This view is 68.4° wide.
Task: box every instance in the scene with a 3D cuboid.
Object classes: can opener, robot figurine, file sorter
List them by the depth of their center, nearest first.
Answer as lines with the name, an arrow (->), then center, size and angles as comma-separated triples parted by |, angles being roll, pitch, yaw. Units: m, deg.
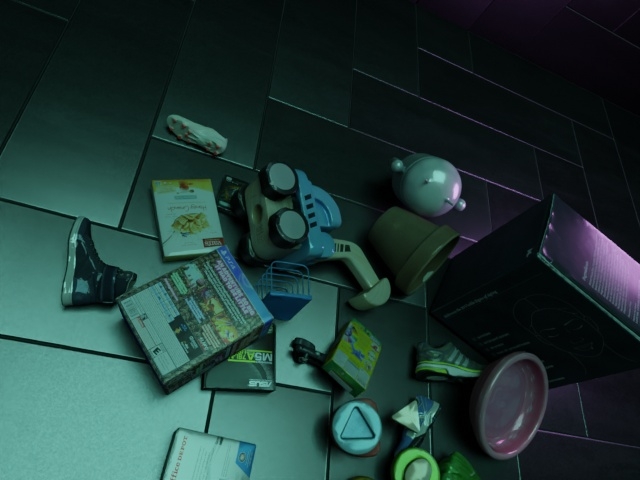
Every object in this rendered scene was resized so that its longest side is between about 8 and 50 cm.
file sorter -> -0.112, 0.141, 1.307 | 0.118, 0.170, 0.104 | 9, 59, -23
can opener -> 0.003, 0.336, 1.331 | 0.186, 0.059, 0.073 | 30, 55, -10
robot figurine -> 0.363, -0.196, 1.634 | 0.300, 0.199, 0.353 | 27, 13, -10

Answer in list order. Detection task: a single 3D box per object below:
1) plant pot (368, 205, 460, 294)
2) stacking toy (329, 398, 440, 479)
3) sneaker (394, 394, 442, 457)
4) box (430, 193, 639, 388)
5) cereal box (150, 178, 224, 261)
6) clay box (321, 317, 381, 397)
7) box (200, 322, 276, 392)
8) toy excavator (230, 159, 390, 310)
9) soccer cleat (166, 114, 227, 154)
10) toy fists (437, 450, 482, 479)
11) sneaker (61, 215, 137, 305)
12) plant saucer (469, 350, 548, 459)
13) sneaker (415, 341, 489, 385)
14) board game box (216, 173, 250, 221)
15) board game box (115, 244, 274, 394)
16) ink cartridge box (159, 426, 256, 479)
plant pot -> 0.289, 0.009, 1.551 | 0.263, 0.263, 0.229 | -32, 65, -35
stacking toy -> 0.171, 0.554, 1.213 | 0.280, 0.130, 0.308 | -9, 67, -10
sneaker -> 0.267, 0.542, 1.360 | 0.081, 0.080, 0.211 | 30, 53, 23
box -> 0.708, 0.193, 1.504 | 0.472, 0.480, 0.297 | 37, 53, -6
cereal box -> -0.380, -0.062, 1.350 | 0.173, 0.047, 0.240 | -6, 68, -29
clay box -> 0.097, 0.327, 1.353 | 0.127, 0.053, 0.222 | 43, 29, -1
box -> -0.213, 0.304, 1.247 | 0.191, 0.045, 0.184 | 10, 58, -21
toy excavator -> 0.000, 0.000, 1.410 | 0.445, 0.222, 0.432 | 0, 70, -37
soccer cleat -> -0.388, -0.338, 1.486 | 0.196, 0.068, 0.076 | 28, 41, -13
toy fists -> 0.341, 0.714, 1.286 | 0.142, 0.096, 0.279 | 53, 52, -10
sneaker -> -0.542, 0.052, 1.177 | 0.163, 0.086, 0.226 | 2, 74, -14
plant saucer -> 0.571, 0.497, 1.449 | 0.332, 0.084, 0.332 | -6, 101, -32
sneaker -> 0.432, 0.385, 1.497 | 0.300, 0.111, 0.121 | 14, 56, -23
board game box -> -0.227, -0.120, 1.472 | 0.186, 0.026, 0.126 | 20, 58, -17
board game box -> -0.304, 0.190, 1.160 | 0.291, 0.141, 0.232 | -28, 73, -25
ink cartridge box -> -0.261, 0.526, 1.085 | 0.191, 0.082, 0.139 | 20, 57, -15
